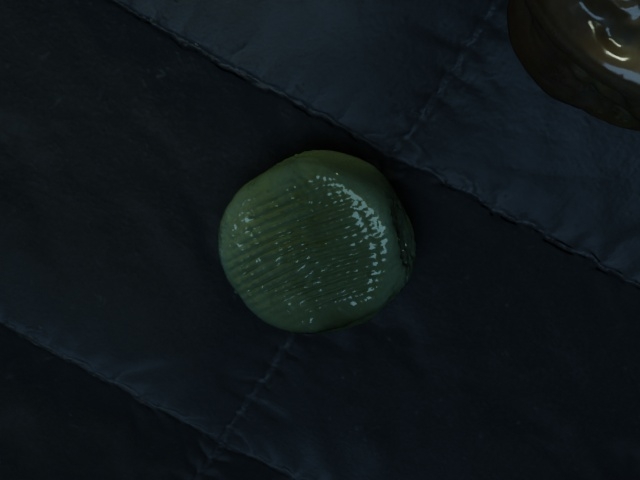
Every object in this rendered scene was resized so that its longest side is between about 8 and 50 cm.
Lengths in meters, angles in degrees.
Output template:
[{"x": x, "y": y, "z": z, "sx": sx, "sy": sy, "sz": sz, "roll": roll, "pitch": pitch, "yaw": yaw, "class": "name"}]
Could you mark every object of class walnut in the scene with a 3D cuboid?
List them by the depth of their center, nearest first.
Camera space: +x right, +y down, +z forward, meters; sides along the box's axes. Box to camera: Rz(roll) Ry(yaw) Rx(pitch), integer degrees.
[{"x": 0.291, "y": -0.217, "z": 1.156, "sx": 0.273, "sy": 0.273, "sz": 0.227, "roll": 30, "pitch": 80, "yaw": -3, "class": "walnut"}]

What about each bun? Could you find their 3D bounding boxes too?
[{"x": 0.003, "y": -0.001, "z": 1.435, "sx": 0.221, "sy": 0.108, "sz": 0.221, "roll": 8, "pitch": 115, "yaw": 17, "class": "bun"}]
